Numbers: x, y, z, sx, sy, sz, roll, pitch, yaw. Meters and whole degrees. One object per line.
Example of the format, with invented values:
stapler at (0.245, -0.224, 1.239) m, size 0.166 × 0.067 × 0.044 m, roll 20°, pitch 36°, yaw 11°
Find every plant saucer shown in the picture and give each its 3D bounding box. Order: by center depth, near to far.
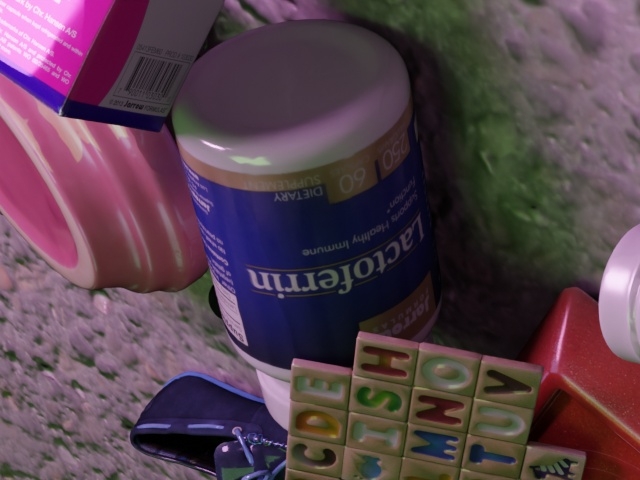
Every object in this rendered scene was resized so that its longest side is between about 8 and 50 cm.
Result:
plant saucer at (0.212, 0.187, 1.260) m, size 0.258 × 0.048 × 0.259 m, roll 40°, pitch 145°, yaw 10°
plant saucer at (-0.213, -0.087, 1.385) m, size 0.332 × 0.084 × 0.332 m, roll 46°, pitch 160°, yaw 22°

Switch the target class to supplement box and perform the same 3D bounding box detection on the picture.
supplement box at (-0.113, -0.190, 1.106) m, size 0.114 × 0.111 × 0.220 m, roll 35°, pitch 103°, yaw 24°

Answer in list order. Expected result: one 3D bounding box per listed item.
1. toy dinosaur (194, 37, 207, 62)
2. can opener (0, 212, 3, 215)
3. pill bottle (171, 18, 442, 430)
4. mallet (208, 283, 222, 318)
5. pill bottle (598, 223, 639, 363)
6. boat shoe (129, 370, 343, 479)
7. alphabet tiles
toy dinosaur at (-0.131, -0.156, 1.306) m, size 0.268 × 0.064 × 0.118 m, roll 40°, pitch 170°, yaw 47°
can opener at (-0.320, -0.147, 1.555) m, size 0.093 × 0.074 × 0.280 m, roll -14°, pitch 119°, yaw 17°
pill bottle at (0.000, 0.000, 1.232) m, size 0.153 × 0.153 × 0.264 m, roll 22°, pitch 139°, yaw 36°
mallet at (-0.016, 0.095, 1.462) m, size 0.189 × 0.039 × 0.062 m, roll 52°, pitch 146°, yaw -11°
pill bottle at (0.261, 0.046, 1.001) m, size 0.215 × 0.117 × 0.117 m, roll 13°, pitch 133°, yaw 43°
boat shoe at (-0.052, 0.190, 1.547) m, size 0.258 × 0.089 × 0.109 m, roll 10°, pitch 131°, yaw 44°
alphabet tiles at (0.075, 0.147, 1.241) m, size 0.198 × 0.009 × 0.237 m, roll 11°, pitch 139°, yaw 5°
